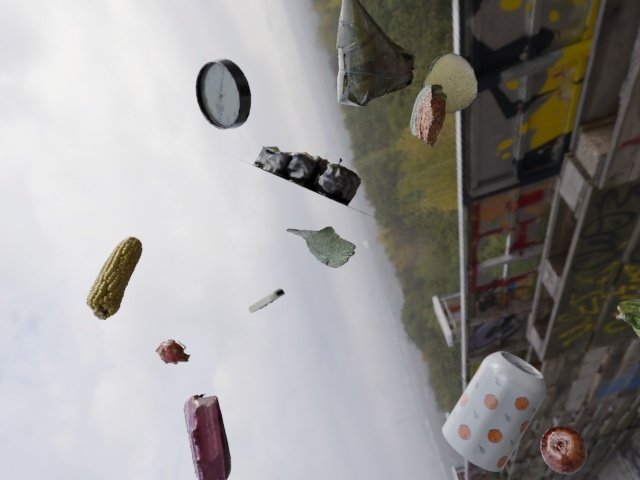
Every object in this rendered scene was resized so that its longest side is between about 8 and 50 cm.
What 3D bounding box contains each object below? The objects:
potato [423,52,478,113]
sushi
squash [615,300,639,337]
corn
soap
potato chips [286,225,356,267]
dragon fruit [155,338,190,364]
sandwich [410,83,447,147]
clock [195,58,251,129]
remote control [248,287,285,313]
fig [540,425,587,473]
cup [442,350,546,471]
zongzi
[{"bbox_3d":[0.470,-0.567,1.843,0.202,0.182,0.117,56,-159,-7],"label":"potato"},{"bbox_3d":[-0.024,-0.176,1.238,0.100,0.373,0.296,-67,-23,5],"label":"sushi"},{"bbox_3d":[0.732,0.185,1.045,0.287,0.137,0.137,38,-166,-16],"label":"squash"},{"bbox_3d":[-0.609,0.102,1.528,0.292,0.101,0.101,-79,-23,-43],"label":"corn"},{"bbox_3d":[-0.419,0.720,1.868,0.220,0.127,0.325,152,106,-65],"label":"soap"},{"bbox_3d":[-0.005,0.005,1.730,0.228,0.167,0.059,40,-132,-11],"label":"potato chips"},{"bbox_3d":[-0.517,0.397,1.791,0.116,0.086,0.081,37,170,-10],"label":"dragon fruit"},{"bbox_3d":[0.373,-0.420,1.694,0.235,0.079,0.159,92,166,-48],"label":"sandwich"},{"bbox_3d":[-0.261,-0.384,1.348,0.040,0.184,0.185,-29,-75,-46],"label":"clock"},{"bbox_3d":[-0.231,0.254,2.149,0.078,0.221,0.042,-19,-102,-47],"label":"remote control"},{"bbox_3d":[0.707,0.599,1.473,0.150,0.128,0.128,-6,-103,-54],"label":"fig"},{"bbox_3d":[0.553,0.522,1.594,0.212,0.212,0.317,-94,29,-77],"label":"cup"},{"bbox_3d":[0.142,-0.491,1.250,0.125,0.251,0.274,20,128,37],"label":"zongzi"}]
